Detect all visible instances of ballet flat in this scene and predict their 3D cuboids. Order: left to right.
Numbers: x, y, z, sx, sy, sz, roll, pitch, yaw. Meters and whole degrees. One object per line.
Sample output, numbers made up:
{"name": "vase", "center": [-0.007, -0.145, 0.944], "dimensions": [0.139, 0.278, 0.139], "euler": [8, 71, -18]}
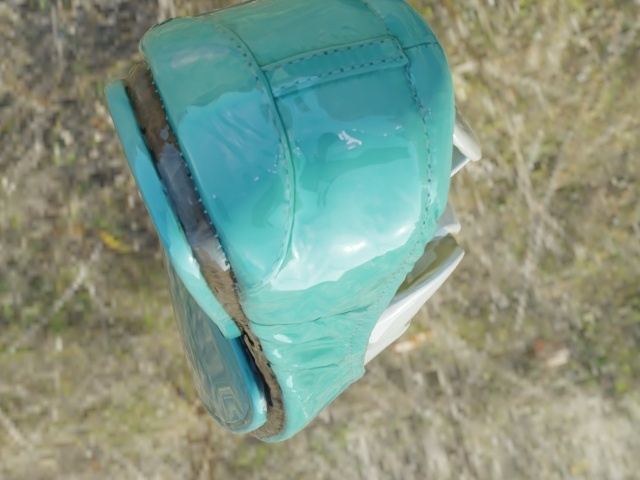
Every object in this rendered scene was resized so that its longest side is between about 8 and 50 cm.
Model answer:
{"name": "ballet flat", "center": [0.000, 0.000, 0.460], "dimensions": [0.087, 0.083, 0.247], "euler": [-20, 168, -6]}
